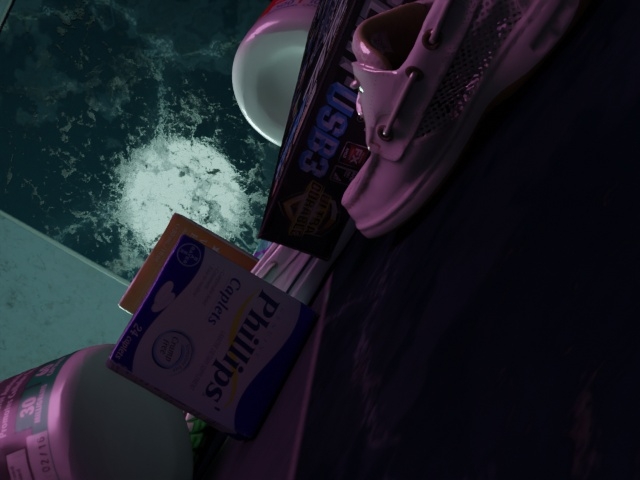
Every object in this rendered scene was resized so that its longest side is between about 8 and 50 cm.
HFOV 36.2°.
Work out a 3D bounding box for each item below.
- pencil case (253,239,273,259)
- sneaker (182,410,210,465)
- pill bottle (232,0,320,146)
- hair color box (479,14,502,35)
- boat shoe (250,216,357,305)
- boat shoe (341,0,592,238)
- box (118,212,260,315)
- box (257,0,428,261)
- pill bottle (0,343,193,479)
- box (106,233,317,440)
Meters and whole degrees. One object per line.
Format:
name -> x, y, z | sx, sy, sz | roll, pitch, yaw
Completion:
pencil case -> -0.075, 0.053, 1.292 | 0.070, 0.064, 0.151 | 95, -161, -61
sneaker -> -0.231, 0.267, 1.153 | 0.343, 0.146, 0.134 | -61, 5, -22
pill bottle -> 0.021, -0.329, 1.592 | 0.229, 0.229, 0.407 | -57, 6, 36
hair color box -> 0.144, -0.220, 0.719 | 0.167, 0.053, 0.093 | -59, 7, 0
boat shoe -> -0.009, -0.016, 0.948 | 0.226, 0.076, 0.083 | -60, 5, 0
boat shoe -> 0.064, -0.105, 0.593 | 0.277, 0.096, 0.098 | -56, 8, 49
box -> -0.131, 0.063, 1.174 | 0.130, 0.170, 0.091 | -60, 3, -2
box -> 0.040, -0.185, 0.784 | 0.293, 0.073, 0.295 | -82, 12, -46
pill bottle -> -0.330, 0.254, 1.010 | 0.361, 0.204, 0.204 | -22, 20, 21
box -> -0.093, 0.085, 0.843 | 0.126, 0.137, 0.072 | -62, 6, -19
